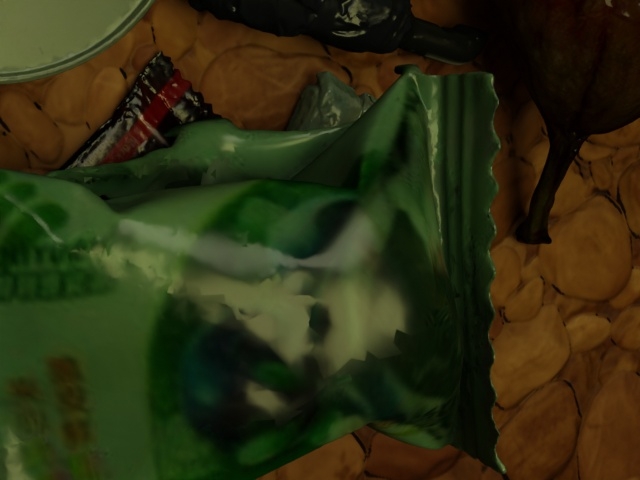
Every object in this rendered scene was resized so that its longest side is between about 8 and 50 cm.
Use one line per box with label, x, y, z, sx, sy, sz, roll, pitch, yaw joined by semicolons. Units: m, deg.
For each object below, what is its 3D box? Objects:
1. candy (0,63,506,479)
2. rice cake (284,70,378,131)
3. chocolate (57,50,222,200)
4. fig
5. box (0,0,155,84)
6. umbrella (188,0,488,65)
candy;-0.079;0.052;0.893;0.398;0.172;0.262;-14;100;-28
rice cake;0.000;0.000;1.052;0.124;0.038;0.211;32;83;-32
chocolate;-0.134;-0.032;0.970;0.086;0.028;0.182;47;72;-24
fig;0.212;-0.137;1.088;0.191;0.191;0.290;-28;123;-25
box;-0.201;-0.202;0.820;0.226;0.149;0.226;-7;103;-31
umbrella;0.016;-0.155;1.015;0.248;0.071;0.071;16;91;-32
